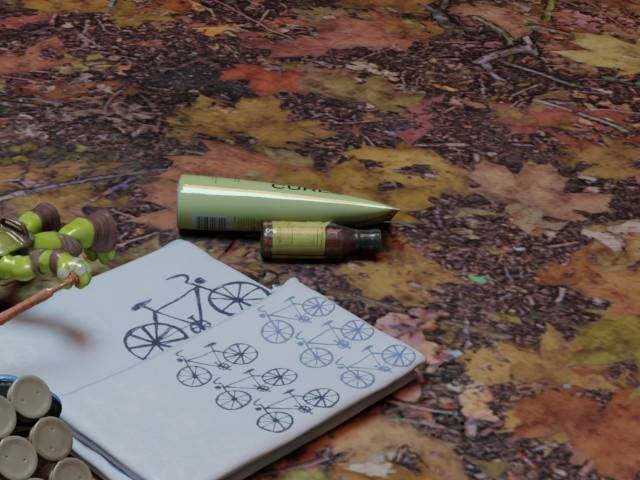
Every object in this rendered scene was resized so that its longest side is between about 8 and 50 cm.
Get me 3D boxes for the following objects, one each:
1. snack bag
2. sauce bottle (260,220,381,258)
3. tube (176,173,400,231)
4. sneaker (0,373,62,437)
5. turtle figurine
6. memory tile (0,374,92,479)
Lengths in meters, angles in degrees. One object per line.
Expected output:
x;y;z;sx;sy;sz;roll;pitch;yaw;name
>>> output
-0.129;0.101;1.240;0.342;0.037;0.323;28;37;36;snack bag
0.000;0.000;1.435;0.128;0.042;0.042;2;29;-9;sauce bottle
-0.036;-0.036;1.474;0.240;0.062;0.070;4;34;-2;tube
-0.296;0.156;1.068;0.188;0.067;0.078;-5;44;-33;sneaker
-0.310;0.016;1.285;0.269;0.087;0.217;-9;11;27;turtle figurine
-0.250;0.177;1.033;0.148;0.113;0.012;-26;-3;-45;memory tile
